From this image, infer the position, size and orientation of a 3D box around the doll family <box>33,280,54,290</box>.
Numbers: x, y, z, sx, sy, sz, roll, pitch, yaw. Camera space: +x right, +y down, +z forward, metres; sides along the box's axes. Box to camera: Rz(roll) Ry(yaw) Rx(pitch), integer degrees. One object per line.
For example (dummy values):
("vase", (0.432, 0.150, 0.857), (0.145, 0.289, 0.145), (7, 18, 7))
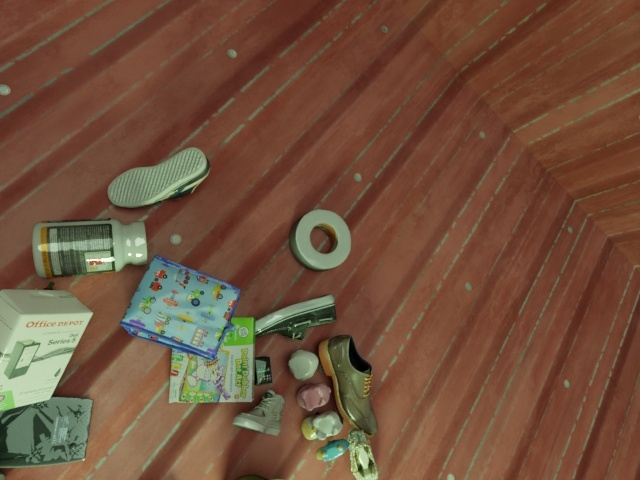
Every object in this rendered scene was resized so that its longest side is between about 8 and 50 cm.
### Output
("doll family", (-0.777, 0.201, 1.200), (0.076, 0.111, 0.192), (12, 74, -21))

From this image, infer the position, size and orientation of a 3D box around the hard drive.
("hard drive", (-0.750, 0.500, 1.176), (0.255, 0.054, 0.171), (7, 75, -22))

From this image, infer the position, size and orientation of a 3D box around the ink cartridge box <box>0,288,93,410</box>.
("ink cartridge box", (-0.729, 0.266, 1.096), (0.115, 0.198, 0.272), (30, 94, 21))

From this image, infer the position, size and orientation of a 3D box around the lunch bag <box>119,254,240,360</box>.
("lunch bag", (-0.387, 0.205, 1.307), (0.293, 0.138, 0.220), (19, 64, -1))

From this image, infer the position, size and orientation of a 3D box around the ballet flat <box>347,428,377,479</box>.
("ballet flat", (0.141, 0.734, 1.467), (0.091, 0.077, 0.240), (-20, 110, -6))

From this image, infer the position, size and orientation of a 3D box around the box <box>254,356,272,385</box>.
("box", (-0.192, 0.421, 1.438), (0.052, 0.062, 0.083), (-3, 80, -26))

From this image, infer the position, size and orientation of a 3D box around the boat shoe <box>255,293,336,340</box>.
("boat shoe", (-0.080, 0.275, 1.488), (0.335, 0.121, 0.119), (-15, 80, -28))

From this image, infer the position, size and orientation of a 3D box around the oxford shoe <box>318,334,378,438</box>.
("oxford shoe", (0.121, 0.492, 1.499), (0.363, 0.133, 0.130), (65, 27, -1))

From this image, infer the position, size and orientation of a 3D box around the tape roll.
("tape roll", (0.000, 0.000, 1.615), (0.219, 0.072, 0.219), (5, 77, -23))

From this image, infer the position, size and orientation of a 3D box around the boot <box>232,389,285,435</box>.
("boot", (-0.179, 0.513, 1.347), (0.095, 0.258, 0.123), (6, 65, 17))

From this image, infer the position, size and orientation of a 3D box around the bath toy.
("bath toy", (-0.015, 0.526, 1.461), (0.152, 0.129, 0.348), (-22, 82, 17))

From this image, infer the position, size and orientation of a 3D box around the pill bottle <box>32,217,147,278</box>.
("pill bottle", (-0.649, 0.018, 1.270), (0.279, 0.162, 0.162), (-4, 80, -24))

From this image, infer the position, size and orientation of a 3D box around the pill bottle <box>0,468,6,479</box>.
("pill bottle", (-0.847, 0.539, 0.989), (0.204, 0.204, 0.361), (-36, 76, -26))

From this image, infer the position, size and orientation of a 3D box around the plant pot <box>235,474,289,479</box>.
("plant pot", (-0.176, 0.790, 1.255), (0.276, 0.254, 0.275), (5, 77, -24))

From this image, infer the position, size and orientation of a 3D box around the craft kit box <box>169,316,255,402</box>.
("craft kit box", (-0.323, 0.360, 1.349), (0.247, 0.061, 0.249), (-1, 78, -3))

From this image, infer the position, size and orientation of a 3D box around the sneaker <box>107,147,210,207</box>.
("sneaker", (-0.499, -0.182, 1.416), (0.321, 0.127, 0.126), (-22, 81, -2))
